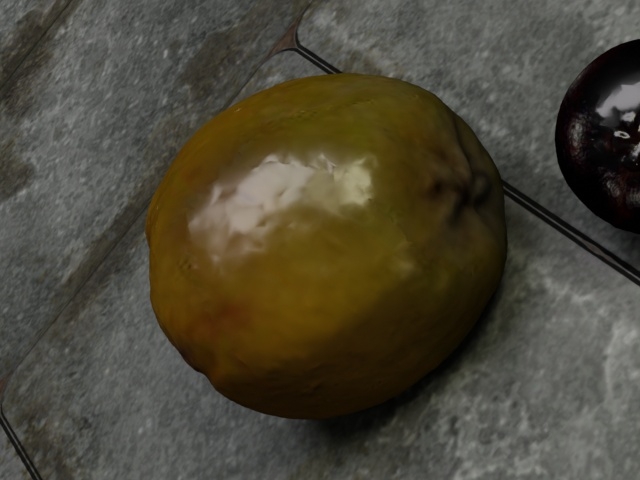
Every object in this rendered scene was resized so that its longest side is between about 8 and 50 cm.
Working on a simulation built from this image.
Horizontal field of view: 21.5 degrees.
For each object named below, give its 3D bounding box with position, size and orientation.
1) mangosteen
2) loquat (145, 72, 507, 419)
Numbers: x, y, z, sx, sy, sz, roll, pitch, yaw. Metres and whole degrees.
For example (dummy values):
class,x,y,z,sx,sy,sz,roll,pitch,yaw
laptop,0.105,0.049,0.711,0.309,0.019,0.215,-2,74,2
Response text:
class,x,y,z,sx,sy,sz,roll,pitch,yaw
mangosteen,0.250,-0.076,1.243,0.152,0.152,0.152,-29,41,29
loquat,0.000,0.000,1.349,0.284,0.276,0.276,-25,43,29
